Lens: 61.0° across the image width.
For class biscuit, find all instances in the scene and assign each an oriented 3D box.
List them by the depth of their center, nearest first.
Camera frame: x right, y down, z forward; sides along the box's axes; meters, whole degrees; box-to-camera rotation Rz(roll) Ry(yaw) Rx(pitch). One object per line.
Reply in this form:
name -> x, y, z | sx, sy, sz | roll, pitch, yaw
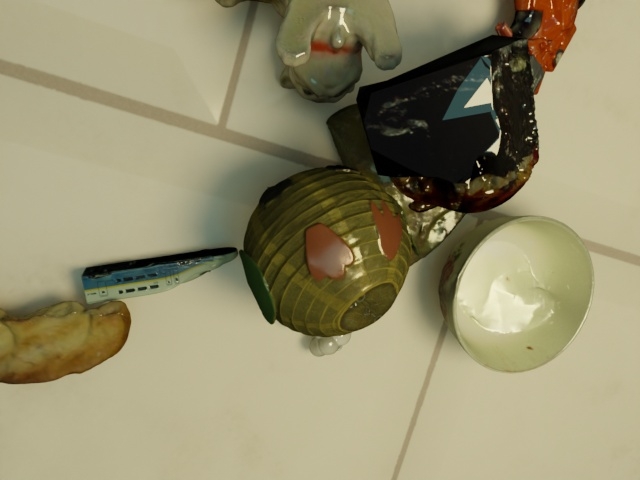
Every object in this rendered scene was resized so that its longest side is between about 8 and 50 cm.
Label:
biscuit -> -0.436, 0.148, 0.798 | 0.298, 0.045, 0.154 | 4, 120, -15

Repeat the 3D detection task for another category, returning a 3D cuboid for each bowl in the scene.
bowl -> 0.326, 0.080, 0.965 | 0.276, 0.145, 0.278 | -3, 103, -13

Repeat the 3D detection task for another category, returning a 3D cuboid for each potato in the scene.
potato -> 0.115, -0.111, 0.885 | 0.255, 0.112, 0.269 | 41, 87, -19

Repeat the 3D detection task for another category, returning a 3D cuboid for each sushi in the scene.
sushi -> 0.190, -0.144, 0.726 | 0.215, 0.227, 0.213 | -15, 106, 17

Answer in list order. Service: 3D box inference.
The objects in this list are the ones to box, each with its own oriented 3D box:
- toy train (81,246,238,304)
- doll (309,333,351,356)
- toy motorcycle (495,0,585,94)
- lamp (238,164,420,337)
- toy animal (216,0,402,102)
toy train -> -0.243, 0.051, 0.847 | 0.233, 0.052, 0.051 | -8, 107, -14
doll -> -0.008, 0.125, 0.923 | 0.106, 0.062, 0.163 | -35, 107, -8
toy motorcycle -> 0.342, -0.368, 0.881 | 0.221, 0.147, 0.326 | 33, 85, -42
lamp -> 0.000, 0.000, 0.794 | 0.250, 0.284, 0.250 | -21, 140, -19
toy animal -> -0.064, -0.325, 0.781 | 0.307, 0.188, 0.267 | -4, 80, -7
